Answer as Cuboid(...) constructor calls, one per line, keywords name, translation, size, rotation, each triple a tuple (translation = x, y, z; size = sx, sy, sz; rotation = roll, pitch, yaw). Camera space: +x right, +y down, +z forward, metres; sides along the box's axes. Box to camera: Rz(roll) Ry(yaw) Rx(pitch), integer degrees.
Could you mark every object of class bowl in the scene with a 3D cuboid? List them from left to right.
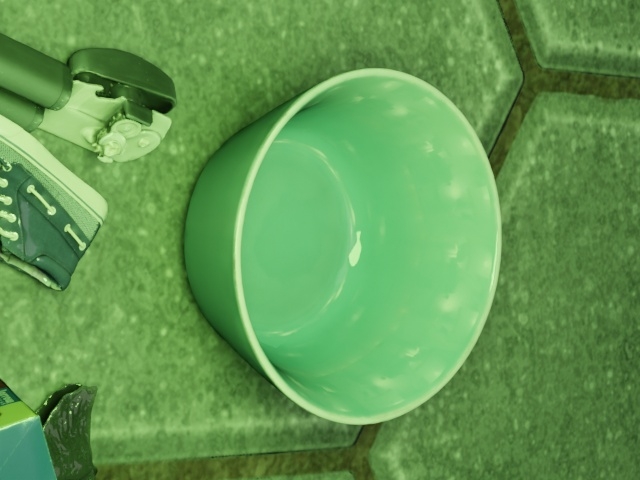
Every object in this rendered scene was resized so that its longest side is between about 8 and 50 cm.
Cuboid(name="bowl", translation=(0.000, 0.000, 1.697), size=(0.311, 0.163, 0.312), rotation=(-4, 97, -38))

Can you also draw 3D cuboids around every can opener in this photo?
Cuboid(name="can opener", translation=(-0.243, -0.135, 1.559), size=(0.280, 0.074, 0.093), rotation=(20, 47, -40))

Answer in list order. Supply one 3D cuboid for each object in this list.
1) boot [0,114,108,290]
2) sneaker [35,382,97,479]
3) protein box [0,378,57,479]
Cuboid(name="boot", translation=(-0.257, -0.037, 1.543), size=(0.190, 0.069, 0.086), rotation=(39, 64, -35))
Cuboid(name="sneaker", translation=(-0.225, 0.212, 1.603), size=(0.089, 0.051, 0.170), rotation=(-11, 97, -33))
Cuboid(name="protein box", translation=(-0.301, 0.241, 1.458), size=(0.199, 0.136, 0.201), rotation=(-19, 106, -19))
